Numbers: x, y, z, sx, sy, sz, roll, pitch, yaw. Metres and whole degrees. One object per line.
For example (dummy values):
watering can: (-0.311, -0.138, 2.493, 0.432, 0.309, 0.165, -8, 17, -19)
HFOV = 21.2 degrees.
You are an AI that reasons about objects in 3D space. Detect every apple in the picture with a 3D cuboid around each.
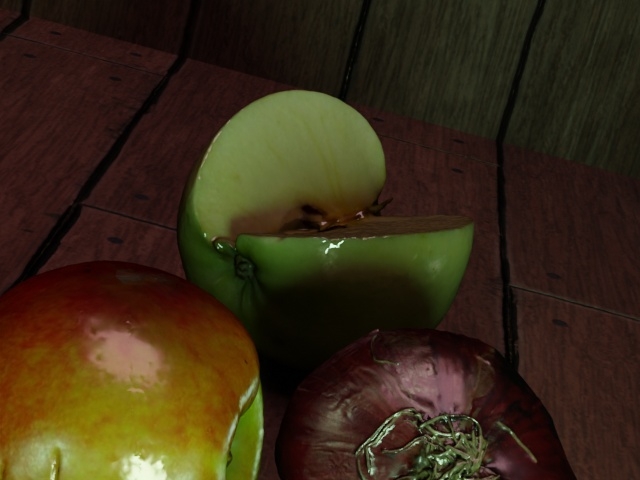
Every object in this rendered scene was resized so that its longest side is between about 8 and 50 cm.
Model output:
apple: (-0.008, 0.012, 1.752, 0.258, 0.233, 0.295, -22, 51, -40)

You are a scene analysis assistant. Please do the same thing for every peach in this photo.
peach: (-0.185, 0.136, 1.363, 0.275, 0.245, 0.248, 7, -10, 7)

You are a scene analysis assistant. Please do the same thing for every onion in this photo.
onion: (0.099, 0.198, 1.360, 0.221, 0.281, 0.281, -41, 44, -13)
